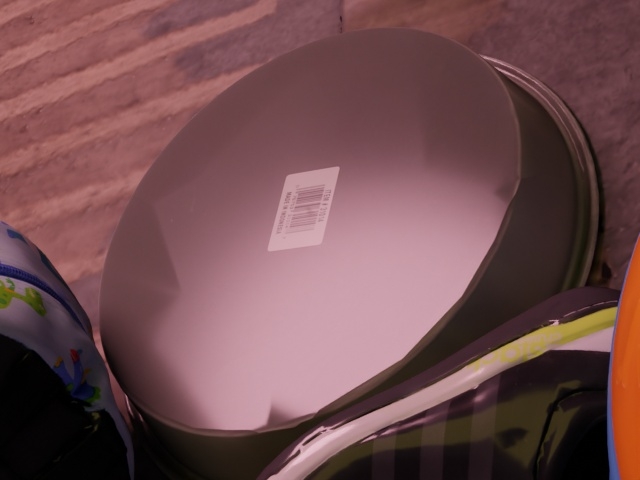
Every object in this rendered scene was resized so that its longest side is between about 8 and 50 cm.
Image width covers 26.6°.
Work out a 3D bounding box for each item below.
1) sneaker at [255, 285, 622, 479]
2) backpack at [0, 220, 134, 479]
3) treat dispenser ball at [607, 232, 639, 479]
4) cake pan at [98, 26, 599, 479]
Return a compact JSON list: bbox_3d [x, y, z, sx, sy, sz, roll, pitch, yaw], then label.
[{"bbox_3d":[0.061,0.108,0.565,0.234,0.084,0.097,-37,44,7],"label":"sneaker"},{"bbox_3d":[-0.268,0.127,0.661,0.355,0.290,0.273,-27,33,7],"label":"backpack"},{"bbox_3d":[0.219,0.049,0.346,0.288,0.288,0.288,-20,47,23],"label":"treat dispenser ball"},{"bbox_3d":[0.000,0.000,0.718,0.293,0.054,0.293,-19,47,23],"label":"cake pan"}]
